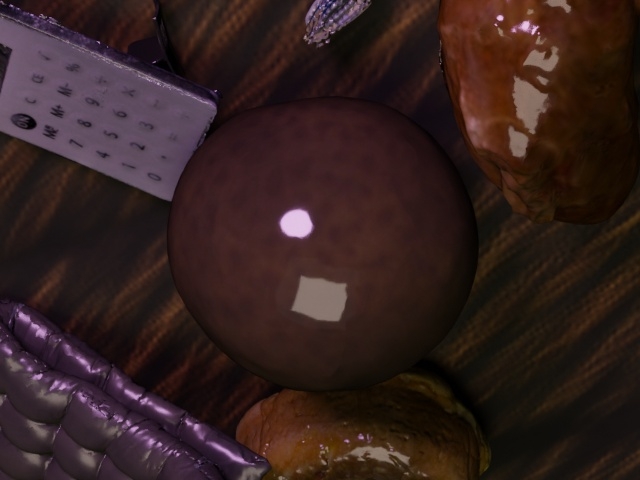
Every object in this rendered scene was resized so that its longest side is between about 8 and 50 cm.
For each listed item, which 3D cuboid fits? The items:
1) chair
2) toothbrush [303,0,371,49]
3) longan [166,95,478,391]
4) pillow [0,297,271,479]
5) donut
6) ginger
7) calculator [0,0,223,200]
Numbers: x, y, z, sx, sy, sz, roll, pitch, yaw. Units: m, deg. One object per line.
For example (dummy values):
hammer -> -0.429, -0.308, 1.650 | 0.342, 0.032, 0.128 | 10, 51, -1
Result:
chair -> -0.142, -0.160, 1.302 | 0.042, 0.037, 0.086 | -10, 134, 5
toothbrush -> 0.129, -0.280, 1.170 | 0.035, 0.042, 0.413 | 37, 123, -22
longan -> 0.000, 0.000, 1.294 | 0.258, 0.258, 0.258 | 3, 130, 4
pillow -> -0.220, 0.213, 1.533 | 0.326, 0.101, 0.228 | 34, 130, 14
donut -> 0.029, 0.228, 1.550 | 0.261, 0.128, 0.208 | -31, 118, 28
ginger -> 0.168, -0.125, 1.217 | 0.165, 0.172, 0.321 | 29, 145, 36
calculator -> -0.223, -0.125, 1.323 | 0.261, 0.021, 0.161 | 21, 145, -8
